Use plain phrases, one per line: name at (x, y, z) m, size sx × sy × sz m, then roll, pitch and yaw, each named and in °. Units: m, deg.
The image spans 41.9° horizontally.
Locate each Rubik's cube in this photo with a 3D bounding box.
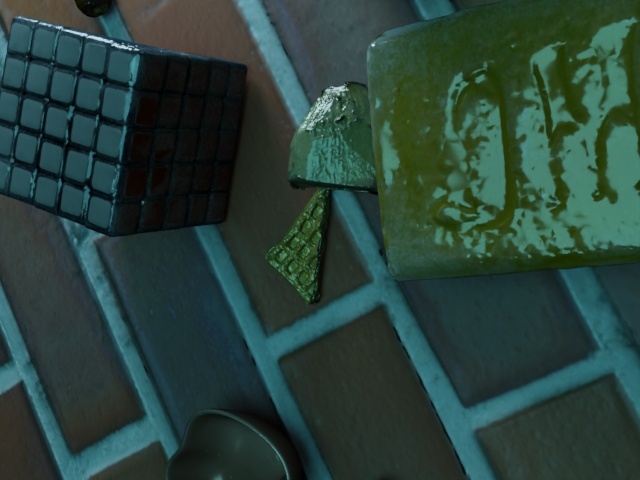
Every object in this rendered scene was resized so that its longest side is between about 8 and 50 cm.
Rubik's cube at (-0.269, -0.149, 1.117) m, size 0.237 × 0.237 × 0.238 m, roll 16°, pitch 101°, yaw 26°

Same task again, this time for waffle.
waffle at (0.000, 0.000, 1.102) m, size 0.097 × 0.023 × 0.152 m, roll 43°, pitch 109°, yaw 16°

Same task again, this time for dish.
dish at (-0.104, 0.329, 1.144) m, size 0.213 × 0.090 × 0.213 m, roll 1°, pitch 92°, yaw 31°

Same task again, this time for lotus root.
lotus root at (0.026, -0.126, 1.040) m, size 0.143 × 0.070 × 0.144 m, roll -2°, pitch 86°, yaw 15°

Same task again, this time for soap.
soap at (0.231, -0.110, 0.896) m, size 0.335 × 0.156 × 0.293 m, roll -6°, pitch 90°, yaw 31°

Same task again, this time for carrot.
carrot at (-0.357, -0.412, 1.256) m, size 0.055 × 0.055 × 0.161 m, roll -28°, pitch 73°, yaw 27°
